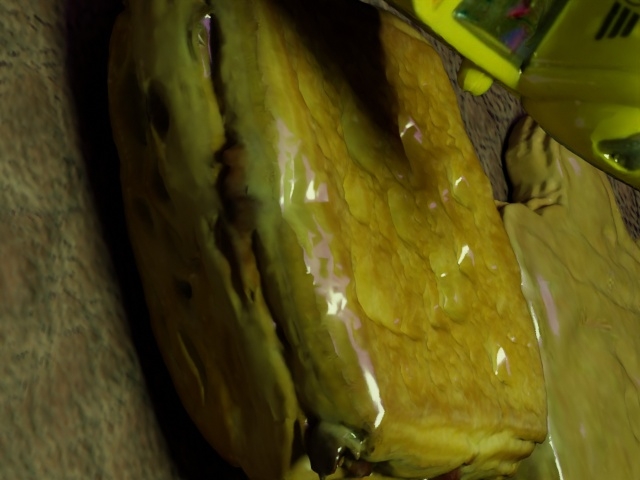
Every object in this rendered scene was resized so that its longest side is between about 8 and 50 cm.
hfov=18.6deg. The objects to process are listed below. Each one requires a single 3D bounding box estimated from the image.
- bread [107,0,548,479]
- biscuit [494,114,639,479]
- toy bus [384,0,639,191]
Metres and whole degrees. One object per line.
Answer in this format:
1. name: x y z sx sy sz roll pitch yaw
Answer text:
1. bread: 0.000 0.000 0.836 0.210 0.099 0.235 11 60 -61
2. biscuit: 0.172 0.097 1.128 0.269 0.051 0.375 16 60 -58
3. toy bus: 0.055 -0.156 0.803 0.152 0.144 0.330 20 16 -49
